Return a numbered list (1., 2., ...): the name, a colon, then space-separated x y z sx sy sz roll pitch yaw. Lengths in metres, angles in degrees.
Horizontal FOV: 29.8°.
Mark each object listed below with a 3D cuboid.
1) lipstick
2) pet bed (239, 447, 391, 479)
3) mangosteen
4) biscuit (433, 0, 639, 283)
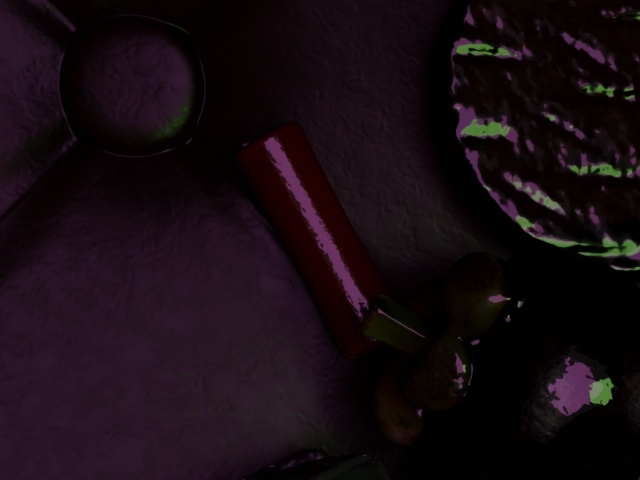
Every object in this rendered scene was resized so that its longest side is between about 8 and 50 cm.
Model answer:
1. lipstick: 0.000 0.000 1.203 0.080 0.080 0.241 -28 89 -14
2. pet bed: -0.015 0.320 1.131 0.183 0.159 0.211 -23 91 -35
3. mangosteen: 0.173 0.128 1.133 0.302 0.275 0.275 24 78 -10
4. biscuit: 0.314 -0.157 1.290 0.407 0.091 0.407 1 85 -12
